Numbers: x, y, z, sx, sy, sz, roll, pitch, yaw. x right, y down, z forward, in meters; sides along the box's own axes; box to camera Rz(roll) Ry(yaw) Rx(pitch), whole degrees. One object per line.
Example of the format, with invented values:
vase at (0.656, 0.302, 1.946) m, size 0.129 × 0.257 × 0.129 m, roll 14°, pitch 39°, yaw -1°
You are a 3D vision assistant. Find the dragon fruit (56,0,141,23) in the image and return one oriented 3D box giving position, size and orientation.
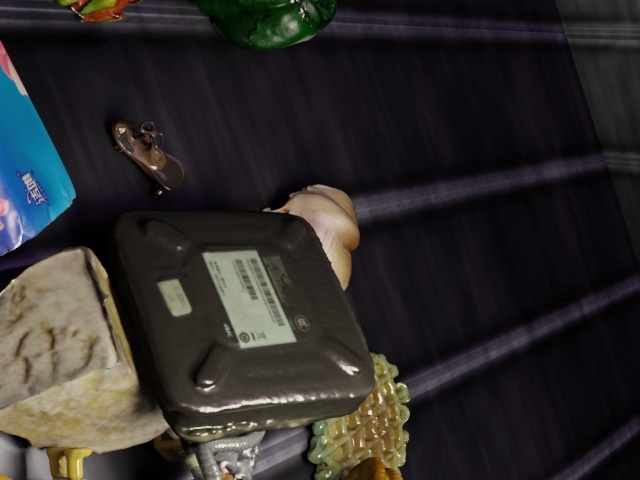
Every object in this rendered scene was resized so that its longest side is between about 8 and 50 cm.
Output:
dragon fruit at (-0.323, -0.412, 1.700) m, size 0.138 × 0.175 × 0.142 m, roll 54°, pitch 12°, yaw -44°

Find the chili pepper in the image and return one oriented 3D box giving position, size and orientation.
chili pepper at (-0.093, -0.463, 1.888) m, size 0.233 × 0.257 × 0.248 m, roll 50°, pitch 47°, yaw -41°

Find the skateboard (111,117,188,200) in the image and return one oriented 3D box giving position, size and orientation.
skateboard at (-0.261, -0.135, 1.723) m, size 0.151 × 0.080 × 0.067 m, roll 49°, pitch 52°, yaw -32°

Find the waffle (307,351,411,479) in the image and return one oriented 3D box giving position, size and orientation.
waffle at (0.077, 0.351, 2.071) m, size 0.292 × 0.056 × 0.309 m, roll 38°, pitch 56°, yaw -43°

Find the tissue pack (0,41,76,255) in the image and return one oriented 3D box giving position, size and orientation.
tissue pack at (-0.429, -0.123, 1.361) m, size 0.209 × 0.137 × 0.269 m, roll -59°, pitch 129°, yaw -65°

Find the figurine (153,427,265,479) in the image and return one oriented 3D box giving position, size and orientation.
figurine at (-0.148, 0.235, 1.698) m, size 0.261 × 0.186 × 0.382 m, roll 70°, pitch 24°, yaw -55°

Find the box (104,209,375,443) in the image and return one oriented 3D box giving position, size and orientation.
box at (-0.112, 0.105, 1.599) m, size 0.350 × 0.091 × 0.359 m, roll -1°, pitch 54°, yaw -37°

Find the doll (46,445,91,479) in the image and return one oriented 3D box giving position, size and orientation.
doll at (-0.332, 0.417, 1.444) m, size 0.119 × 0.138 × 0.293 m, roll 10°, pitch 76°, yaw -42°

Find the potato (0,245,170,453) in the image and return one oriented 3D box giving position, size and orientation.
potato at (-0.348, 0.171, 1.523) m, size 0.264 × 0.211 × 0.189 m, roll 69°, pitch -5°, yaw -56°

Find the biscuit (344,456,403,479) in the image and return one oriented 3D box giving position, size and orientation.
biscuit at (0.067, 0.475, 1.864) m, size 0.066 × 0.220 × 0.220 m, roll 26°, pitch 56°, yaw -13°

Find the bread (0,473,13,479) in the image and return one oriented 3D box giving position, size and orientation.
bread at (-0.477, 0.315, 1.317) m, size 0.305 × 0.091 × 0.142 m, roll 32°, pitch 62°, yaw -44°

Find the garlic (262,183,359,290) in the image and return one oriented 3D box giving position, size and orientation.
garlic at (0.000, 0.000, 2.020) m, size 0.228 × 0.110 × 0.217 m, roll 16°, pitch 72°, yaw -51°
